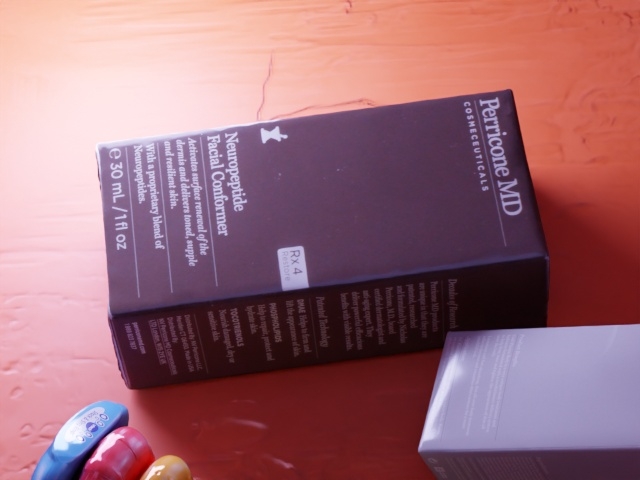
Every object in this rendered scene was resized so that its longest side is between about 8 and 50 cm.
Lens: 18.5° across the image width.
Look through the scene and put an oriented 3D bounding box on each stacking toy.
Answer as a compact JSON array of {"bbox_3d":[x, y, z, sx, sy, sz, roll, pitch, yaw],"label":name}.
[{"bbox_3d":[-0.088,0.264,1.549,0.302,0.165,0.175,23,22,10],"label":"stacking toy"}]

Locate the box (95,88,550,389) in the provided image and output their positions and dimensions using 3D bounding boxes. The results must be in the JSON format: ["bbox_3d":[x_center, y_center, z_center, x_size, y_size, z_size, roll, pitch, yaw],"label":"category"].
[{"bbox_3d":[0.000,0.000,1.743,0.381,0.143,0.191,-8,57,-3],"label":"box"}]

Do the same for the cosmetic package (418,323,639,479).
[{"bbox_3d":[0.212,0.144,1.607,0.238,0.107,0.127,0,53,27],"label":"cosmetic package"}]
